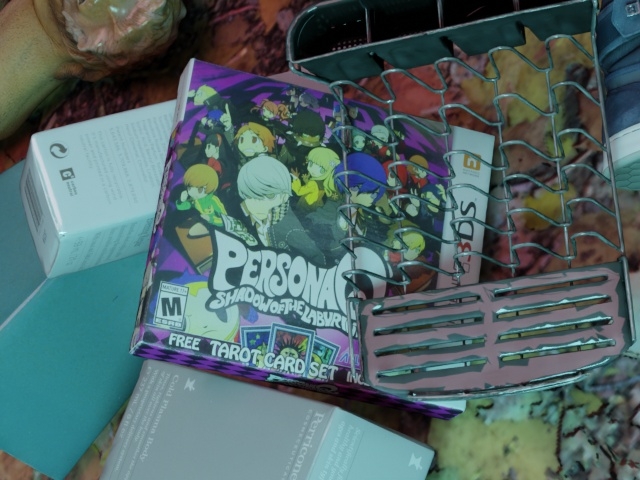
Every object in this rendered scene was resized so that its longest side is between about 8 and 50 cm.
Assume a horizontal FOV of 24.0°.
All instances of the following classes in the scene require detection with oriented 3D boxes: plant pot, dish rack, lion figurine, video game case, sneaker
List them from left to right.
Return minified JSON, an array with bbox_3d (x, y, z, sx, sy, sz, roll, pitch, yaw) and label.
[{"bbox_3d":[-0.278,-0.186,1.418,0.392,0.142,0.240,-40,57,36],"label":"lion figurine"},{"bbox_3d":[-0.217,0.037,1.233,0.234,0.165,0.166,-47,48,-1],"label":"plant pot"},{"bbox_3d":[0.000,0.000,1.042,0.042,0.232,0.210,134,147,-66],"label":"video game case"},{"bbox_3d":[0.094,-0.035,0.969,0.208,0.074,0.271,-10,74,20],"label":"dish rack"},{"bbox_3d":[0.277,-0.139,0.966,0.226,0.086,0.163,-16,64,34],"label":"sneaker"}]

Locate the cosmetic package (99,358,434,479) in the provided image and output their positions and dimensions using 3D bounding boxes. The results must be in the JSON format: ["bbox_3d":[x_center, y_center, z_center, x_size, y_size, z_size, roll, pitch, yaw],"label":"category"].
[{"bbox_3d":[-0.046,0.167,1.044,0.238,0.107,0.127,2,69,54],"label":"cosmetic package"}]

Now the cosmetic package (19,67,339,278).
[{"bbox_3d":[-0.099,-0.051,1.112,0.117,0.231,0.085,133,120,-68],"label":"cosmetic package"}]
